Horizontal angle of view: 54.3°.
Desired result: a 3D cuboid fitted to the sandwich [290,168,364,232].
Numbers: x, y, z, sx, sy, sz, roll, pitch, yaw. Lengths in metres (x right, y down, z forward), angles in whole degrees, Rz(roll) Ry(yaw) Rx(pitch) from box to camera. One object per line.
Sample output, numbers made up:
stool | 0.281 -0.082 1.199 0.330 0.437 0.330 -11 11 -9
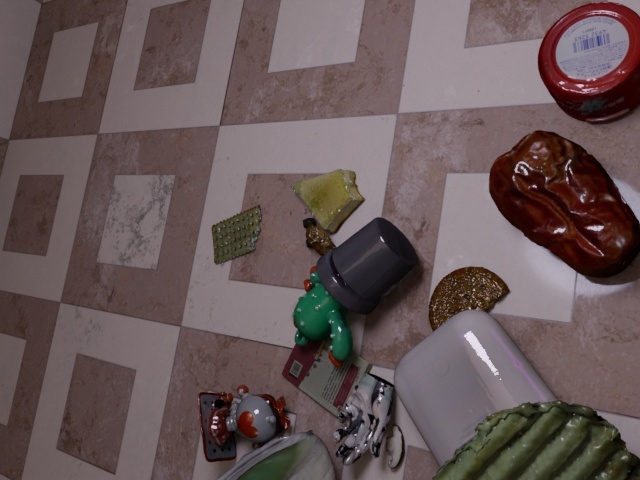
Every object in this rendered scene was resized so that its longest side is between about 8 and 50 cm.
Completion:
sandwich | 0.025 -0.141 1.721 0.162 0.058 0.193 -48 55 13

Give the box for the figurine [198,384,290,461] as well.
figurine | -0.185 0.473 1.667 0.226 0.160 0.184 -20 68 20

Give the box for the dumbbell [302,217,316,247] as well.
dumbbell | -0.027 -0.021 1.736 0.040 0.036 0.083 -21 67 29

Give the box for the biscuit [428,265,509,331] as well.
biscuit | 0.328 0.130 1.458 0.206 0.025 0.126 -38 59 21

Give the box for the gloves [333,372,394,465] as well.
gloves | 0.105 0.433 1.491 0.127 0.111 0.212 23 89 12

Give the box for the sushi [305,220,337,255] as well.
sushi | 0.002 -0.003 1.682 0.060 0.118 0.062 -33 22 51

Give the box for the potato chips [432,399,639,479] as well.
potato chips | 0.415 0.497 1.187 0.358 0.070 0.429 35 106 5

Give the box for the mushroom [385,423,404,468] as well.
mushroom | 0.177 0.488 1.477 0.049 0.019 0.101 -2 75 34

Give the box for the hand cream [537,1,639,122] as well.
hand cream | 0.589 -0.380 1.333 0.230 0.149 0.231 -11 70 31

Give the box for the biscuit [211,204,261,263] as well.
biscuit | -0.256 -0.013 1.907 0.203 0.016 0.144 -18 68 31

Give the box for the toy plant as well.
toy plant | 0.057 0.132 1.553 0.400 0.185 0.280 -44 66 25

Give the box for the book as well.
book | 0.011 0.337 1.628 0.231 0.022 0.162 28 96 36

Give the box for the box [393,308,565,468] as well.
box | 0.330 0.343 1.331 0.288 0.141 0.349 -42 58 18

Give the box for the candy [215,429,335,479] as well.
candy | -0.153 0.656 1.489 0.426 0.386 0.186 -30 102 25

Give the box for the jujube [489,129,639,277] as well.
jujube | 0.504 -0.069 1.295 0.216 0.216 0.342 -48 69 16
